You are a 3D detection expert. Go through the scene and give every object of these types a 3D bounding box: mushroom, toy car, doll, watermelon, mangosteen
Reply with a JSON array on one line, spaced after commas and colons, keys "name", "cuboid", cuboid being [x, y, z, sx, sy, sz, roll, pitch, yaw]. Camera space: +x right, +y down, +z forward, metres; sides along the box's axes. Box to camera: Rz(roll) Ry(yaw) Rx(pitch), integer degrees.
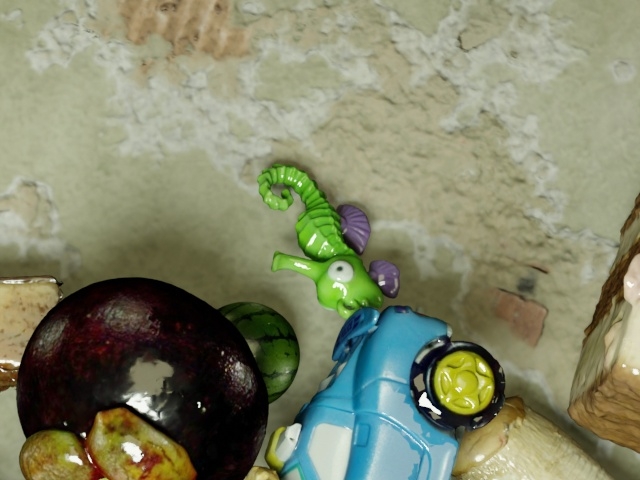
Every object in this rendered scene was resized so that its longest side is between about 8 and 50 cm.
[{"name": "mushroom", "cuboid": [0.271, 0.263, 1.483, 0.351, 0.095, 0.123, 34, 52, 0]}, {"name": "toy car", "cuboid": [0.033, 0.206, 1.395, 0.166, 0.198, 0.314, 19, 70, -7]}, {"name": "doll", "cuboid": [0.000, 0.000, 1.518, 0.115, 0.050, 0.190, 3, 45, -31]}, {"name": "watermelon", "cuboid": [-0.063, 0.103, 1.467, 0.109, 0.109, 0.109, 3, 71, -10]}, {"name": "mangosteen", "cuboid": [-0.156, 0.153, 1.323, 0.211, 0.211, 0.250, 27, 53, -1]}]

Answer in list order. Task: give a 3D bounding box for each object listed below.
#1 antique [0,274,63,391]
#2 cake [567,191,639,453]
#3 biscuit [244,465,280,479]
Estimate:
[{"name": "antique", "cuboid": [-0.374, 0.090, 1.418, 0.310, 0.087, 0.093, -3, 75, -12]}, {"name": "cake", "cuboid": [0.376, 0.067, 1.475, 0.255, 0.282, 0.290, 26, 73, 6]}, {"name": "biscuit", "cuboid": [-0.070, 0.303, 1.357, 0.030, 0.153, 0.234, 14, 109, -18]}]
